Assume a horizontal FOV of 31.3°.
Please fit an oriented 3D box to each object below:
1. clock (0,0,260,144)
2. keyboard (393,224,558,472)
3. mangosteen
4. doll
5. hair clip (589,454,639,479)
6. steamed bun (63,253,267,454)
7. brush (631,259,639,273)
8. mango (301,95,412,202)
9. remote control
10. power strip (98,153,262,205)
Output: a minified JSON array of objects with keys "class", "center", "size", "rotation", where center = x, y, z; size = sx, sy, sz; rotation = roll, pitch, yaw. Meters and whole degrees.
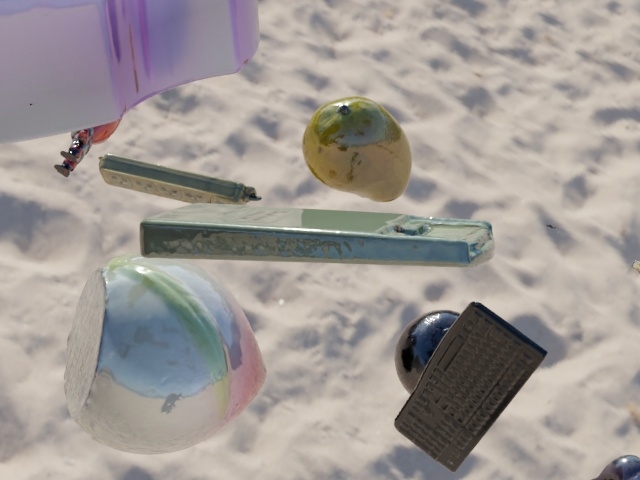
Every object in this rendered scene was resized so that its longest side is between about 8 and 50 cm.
[{"class":"clock","center":[-0.209,-0.186,0.841],"size":[0.338,0.102,0.338],"rotation":[-4,32,2]},{"class":"keyboard","center":[0.172,0.132,1.198],"size":[0.103,0.381,0.041],"rotation":[36,46,11]},{"class":"mangosteen","center":[0.180,0.181,1.712],"size":[0.152,0.152,0.152],"rotation":[14,37,-11]},{"class":"doll","center":[-0.292,-0.150,1.476],"size":[0.057,0.109,0.169],"rotation":[22,46,-9]},{"class":"hair clip","center":[0.167,0.238,0.930],"size":[0.187,0.146,0.056],"rotation":[-10,70,-36]},{"class":"steamed bun","center":[-0.212,0.171,1.678],"size":[0.309,0.309,0.309],"rotation":[14,37,-11]},{"class":"brush","center":[0.372,0.037,1.282],"size":[0.051,0.014,0.164],"rotation":[28,6,11]},{"class":"mango","center":[0.043,-0.093,1.217],"size":[0.161,0.103,0.076],"rotation":[37,8,-47]},{"class":"remote control","center":[0.000,0.000,0.943],"size":[0.285,0.038,0.123],"rotation":[3,10,16]},{"class":"power strip","center":[-0.249,-0.096,1.975],"size":[0.305,0.064,0.044],"rotation":[12,66,9]}]
